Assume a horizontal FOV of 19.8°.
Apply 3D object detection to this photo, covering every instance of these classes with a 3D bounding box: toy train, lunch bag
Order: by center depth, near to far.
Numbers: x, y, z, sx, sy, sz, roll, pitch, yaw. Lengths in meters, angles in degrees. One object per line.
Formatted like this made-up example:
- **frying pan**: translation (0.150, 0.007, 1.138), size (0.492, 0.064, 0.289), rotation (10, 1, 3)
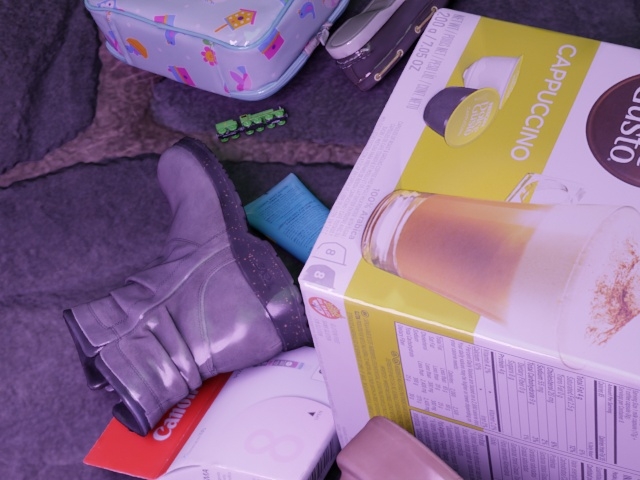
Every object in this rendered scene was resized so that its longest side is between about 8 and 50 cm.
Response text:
- **toy train**: translation (-0.078, -0.132, 2.060), size (0.083, 0.017, 0.024), rotation (-17, 42, -3)
- **lunch bag**: translation (-0.108, -0.282, 2.105), size (0.279, 0.108, 0.224), rotation (19, 57, 31)

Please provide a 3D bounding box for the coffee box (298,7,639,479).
- **coffee box**: translation (0.215, 0.045, 1.674), size (0.334, 0.338, 0.338), rotation (15, 58, 20)

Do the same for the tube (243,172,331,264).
- **tube**: translation (0.000, 0.000, 1.932), size (0.080, 0.052, 0.207), rotation (-34, 50, -21)

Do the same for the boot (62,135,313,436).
- **boot**: translation (-0.166, 0.035, 1.866), size (0.222, 0.118, 0.338), rotation (-26, 39, -7)

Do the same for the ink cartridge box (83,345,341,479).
- **ink cartridge box**: translation (-0.089, 0.167, 1.785), size (0.232, 0.066, 0.189), rotation (15, 40, 16)

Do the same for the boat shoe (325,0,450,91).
- **boat shoe**: translation (0.100, -0.260, 2.095), size (0.228, 0.069, 0.081), rotation (-44, 23, -24)

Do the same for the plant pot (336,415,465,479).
- **plant pot**: translation (0.063, 0.320, 1.569), size (0.229, 0.263, 0.263), rotation (-46, 58, -7)
